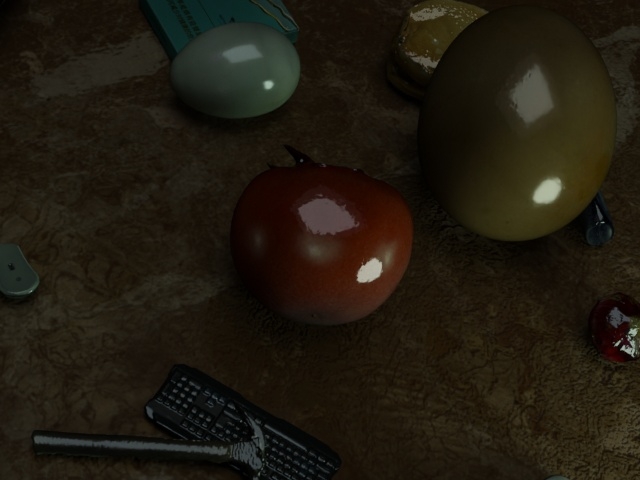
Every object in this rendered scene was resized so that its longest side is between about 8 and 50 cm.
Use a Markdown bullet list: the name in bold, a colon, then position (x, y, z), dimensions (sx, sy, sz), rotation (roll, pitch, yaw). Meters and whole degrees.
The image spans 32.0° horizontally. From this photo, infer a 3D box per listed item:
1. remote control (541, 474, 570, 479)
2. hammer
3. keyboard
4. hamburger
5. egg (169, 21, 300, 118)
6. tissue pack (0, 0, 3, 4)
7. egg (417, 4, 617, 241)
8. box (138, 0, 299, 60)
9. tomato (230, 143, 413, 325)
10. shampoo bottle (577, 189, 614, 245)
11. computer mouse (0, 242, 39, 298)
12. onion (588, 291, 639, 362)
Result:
- **remote control**: position (0.266, 0.370, 1.452), dimensions (0.245, 0.022, 0.077), rotation (-16, 63, -43)
- **hammer**: position (-0.216, 0.263, 1.418), dimensions (0.297, 0.027, 0.125), rotation (3, 64, -7)
- **keyboard**: position (-0.102, 0.258, 1.472), dimensions (0.262, 0.016, 0.106), rotation (29, 53, 6)
- **hamburger**: position (0.218, -0.323, 1.925), dimensions (0.213, 0.108, 0.214), rotation (8, 52, -10)
- **egg**: position (-0.134, -0.267, 1.759), dimensions (0.209, 0.151, 0.151), rotation (-7, 57, -14)
- **tissue pack**: position (-0.627, -0.512, 1.771), dimensions (0.375, 0.195, 0.390), rotation (21, 52, 9)
- **egg**: position (0.303, -0.181, 1.715), dimensions (0.301, 0.301, 0.374), rotation (18, 73, -2)
- **box**: position (-0.172, -0.380, 1.898), dimensions (0.229, 0.041, 0.162), rotation (-18, 62, -26)
- **tomato**: position (0.000, 0.000, 1.548), dimensions (0.255, 0.256, 0.225), rotation (9, 71, -9)
- **shampoo bottle**: position (0.427, -0.105, 1.842), dimensions (0.049, 0.087, 0.234), rotation (-17, 57, 8)
- **computer mouse**: position (-0.424, 0.044, 1.527), dimensions (0.055, 0.032, 0.110), rotation (-18, 51, -27)
- **onion**: position (0.445, 0.132, 1.674), dimensions (0.107, 0.097, 0.107), rotation (14, 71, -44)
